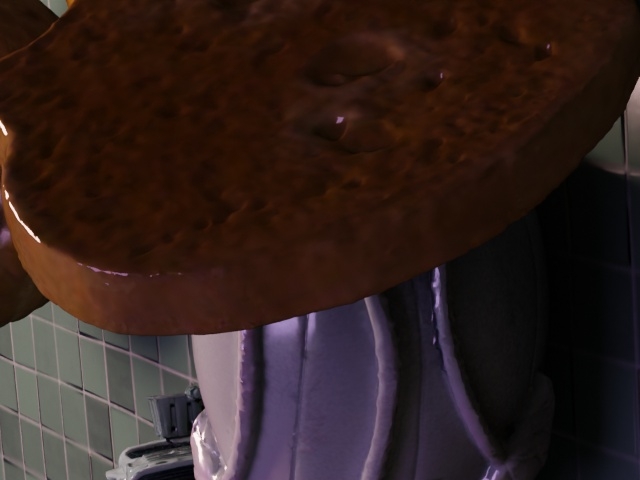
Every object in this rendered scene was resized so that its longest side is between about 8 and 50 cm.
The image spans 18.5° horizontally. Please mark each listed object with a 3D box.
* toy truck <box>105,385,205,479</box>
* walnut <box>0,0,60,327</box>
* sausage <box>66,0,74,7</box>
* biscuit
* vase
[{"bbox_3d":[-0.105,0.292,1.674,0.184,0.133,0.338,-146,49,-72],"label":"toy truck"},{"bbox_3d":[-0.333,-0.079,1.774,0.333,0.333,0.333,25,120,55],"label":"walnut"},{"bbox_3d":[-0.169,-0.246,1.609,0.112,0.112,0.328,52,156,40],"label":"sausage"},{"bbox_3d":[-0.013,-0.085,1.160,0.365,0.385,0.062,47,157,48],"label":"biscuit"},{"bbox_3d":[0.034,0.146,1.300,0.250,0.250,0.445,33,131,52],"label":"vase"}]
